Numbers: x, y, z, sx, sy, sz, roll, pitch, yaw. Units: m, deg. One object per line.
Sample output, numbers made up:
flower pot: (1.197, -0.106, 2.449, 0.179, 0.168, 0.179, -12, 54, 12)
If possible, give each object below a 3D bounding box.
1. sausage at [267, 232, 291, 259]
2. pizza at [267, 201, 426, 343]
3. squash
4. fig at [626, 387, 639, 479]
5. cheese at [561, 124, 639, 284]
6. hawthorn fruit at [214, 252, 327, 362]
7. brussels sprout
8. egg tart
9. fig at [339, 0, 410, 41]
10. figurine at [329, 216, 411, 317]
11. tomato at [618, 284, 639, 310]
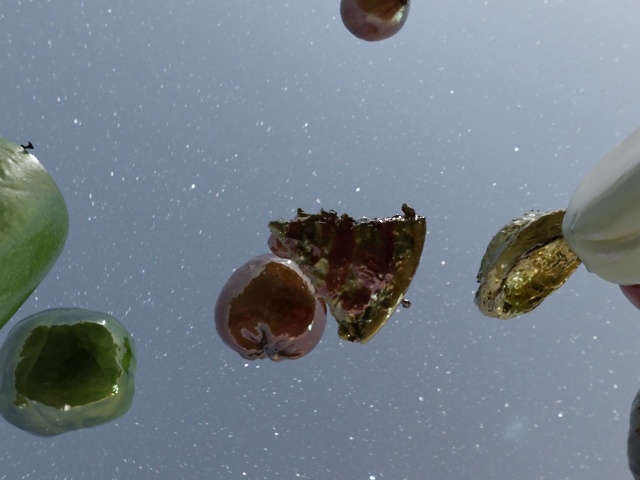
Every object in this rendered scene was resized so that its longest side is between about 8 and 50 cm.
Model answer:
sausage: (0.000, 0.000, 0.854, 0.193, 0.077, 0.077, -3, -107, -11)
pizza: (0.029, 0.022, 0.563, 0.198, 0.062, 0.188, 23, -90, -16)
squash: (-0.341, 0.027, 0.413, 0.289, 0.111, 0.203, -80, -21, -61)
fig: (0.525, 0.236, 0.544, 0.216, 0.321, 0.217, 3, -118, -5)
cheese: (0.405, -0.071, 0.536, 0.127, 0.233, 0.266, 40, -126, 11)
hawthorn fruit: (-0.118, 0.148, 1.167, 0.276, 0.277, 0.298, 14, -117, -21)
brussels sprout: (-0.431, 0.227, 0.808, 0.219, 0.271, 0.210, -5, -113, -14)
egg tart: (0.398, 0.032, 0.903, 0.290, 0.291, 0.107, -10, -136, -29)
fig: (0.149, -0.619, 1.203, 0.205, 0.205, 0.205, 9, -111, -23)
figurine: (0.152, 0.113, 1.416, 0.320, 0.196, 0.323, -59, -38, -10)
tomato: (0.622, 0.053, 0.833, 0.135, 0.195, 0.195, -3, -108, -4)
